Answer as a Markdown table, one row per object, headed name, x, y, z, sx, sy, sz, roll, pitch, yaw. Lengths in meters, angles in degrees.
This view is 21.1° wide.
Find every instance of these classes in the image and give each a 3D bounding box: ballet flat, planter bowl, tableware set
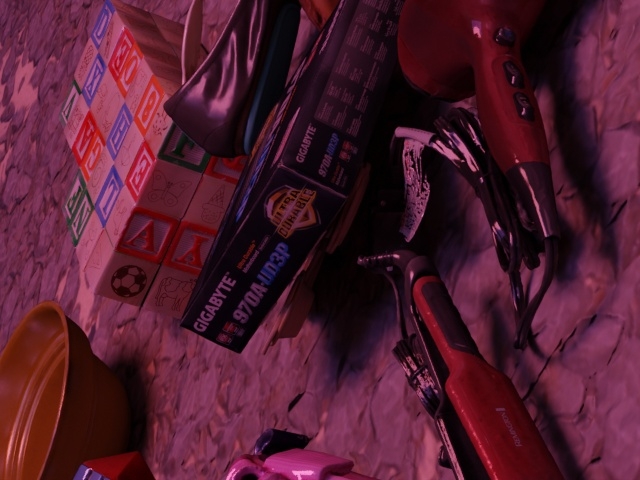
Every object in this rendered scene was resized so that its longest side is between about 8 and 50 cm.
| name | x | y | z | sx | sy | sz | roll | pitch | yaw |
| --- | --- | --- | --- | --- | --- | --- | --- | --- | --- |
| ballet flat | -0.043 | -0.201 | 1.312 | 0.280 | 0.096 | 0.095 | -66 | -14 | -2 |
| planter bowl | -0.222 | 0.167 | 1.478 | 0.217 | 0.090 | 0.217 | -41 | 40 | 46 |
| tableware set | 0.000 | 0.000 | 1.165 | 0.169 | 0.020 | 0.141 | -82 | 16 | -76 |

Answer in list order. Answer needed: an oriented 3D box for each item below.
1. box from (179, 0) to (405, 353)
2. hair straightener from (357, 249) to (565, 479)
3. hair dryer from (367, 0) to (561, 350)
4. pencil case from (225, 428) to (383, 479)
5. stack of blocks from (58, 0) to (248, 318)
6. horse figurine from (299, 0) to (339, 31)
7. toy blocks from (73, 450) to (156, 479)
| name | x | y | z | sx | sy | sz | roll | pitch | yaw |
| --- | --- | --- | --- | --- | --- | --- | --- | --- | --- |
| box | -0.014 | -0.055 | 1.162 | 0.175 | 0.051 | 0.220 | -55 | 11 | 45 |
| hair straightener | 0.067 | 0.091 | 0.970 | 0.230 | 0.047 | 0.089 | -121 | 33 | -44 |
| hair dryer | 0.114 | -0.096 | 1.014 | 0.223 | 0.080 | 0.293 | 22 | 107 | 62 |
| pencil case | -0.056 | 0.288 | 0.847 | 0.386 | 0.167 | 0.160 | -61 | -8 | -6 |
| stack of blocks | -0.154 | -0.079 | 1.508 | 0.171 | 0.087 | 0.297 | -64 | 27 | 17 |
| horse figurine | -0.026 | -0.267 | 1.221 | 0.174 | 0.263 | 0.066 | -56 | 13 | 12 |
| toy blocks | -0.092 | 0.288 | 1.069 | 0.381 | 0.191 | 0.261 | 15 | 78 | 54 |
